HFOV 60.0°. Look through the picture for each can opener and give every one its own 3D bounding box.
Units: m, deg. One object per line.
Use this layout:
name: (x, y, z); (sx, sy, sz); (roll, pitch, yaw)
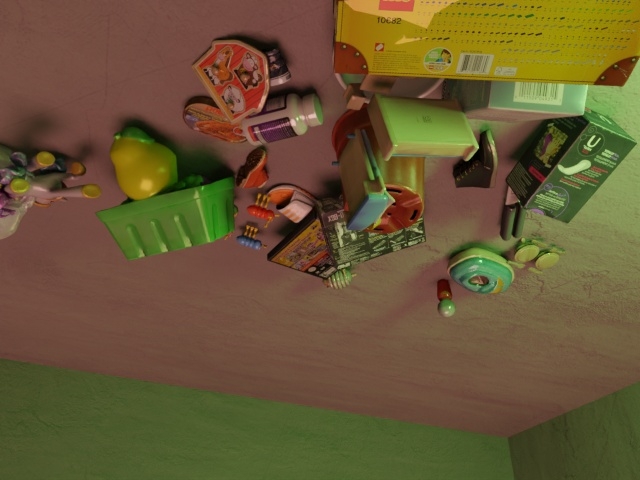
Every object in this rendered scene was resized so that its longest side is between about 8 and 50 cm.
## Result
can opener: (0.609, -0.092, 1.717); (0.074, 0.093, 0.280); (-12, 143, -1)

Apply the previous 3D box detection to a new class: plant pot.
plant pot: (0.163, -0.179, 1.466); (0.273, 0.264, 0.272); (1, 145, 1)

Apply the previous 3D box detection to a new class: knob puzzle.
knob puzzle: (-0.201, -0.387, 1.315); (0.213, 0.030, 0.213); (13, 124, 20)

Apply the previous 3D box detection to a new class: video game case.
video game case: (0.000, 0.025, 1.838); (0.248, 0.035, 0.275); (20, 138, -31)

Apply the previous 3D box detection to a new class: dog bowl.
dog bowl: (0.159, -0.433, 1.235); (0.265, 0.104, 0.264); (2, 144, 1)

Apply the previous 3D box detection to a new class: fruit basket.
fruit basket: (-0.461, -0.151, 1.607); (0.393, 0.283, 0.391); (4, 103, 15)

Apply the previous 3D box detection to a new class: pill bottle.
pill bottle: (-0.096, -0.315, 1.422); (0.194, 0.108, 0.108); (-10, 143, 17)

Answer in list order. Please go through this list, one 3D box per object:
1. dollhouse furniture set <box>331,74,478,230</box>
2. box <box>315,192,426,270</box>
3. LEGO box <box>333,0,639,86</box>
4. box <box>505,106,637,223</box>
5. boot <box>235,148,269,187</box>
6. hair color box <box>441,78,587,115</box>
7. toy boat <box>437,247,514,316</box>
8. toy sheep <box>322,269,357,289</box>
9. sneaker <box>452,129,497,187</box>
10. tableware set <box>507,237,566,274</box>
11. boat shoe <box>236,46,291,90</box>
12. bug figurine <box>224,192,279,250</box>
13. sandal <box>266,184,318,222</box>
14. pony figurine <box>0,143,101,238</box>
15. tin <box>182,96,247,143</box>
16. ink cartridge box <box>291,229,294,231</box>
dollhouse furniture set: (0.157, -0.207, 1.250); (0.198, 0.286, 0.303); (-2, 151, -22)
box: (0.159, -0.055, 1.693); (0.308, 0.076, 0.242); (-19, 132, -2)
LEGO box: (0.273, -0.464, 0.968); (0.501, 0.372, 0.193); (2, 141, -1)
box: (0.648, -0.205, 1.457); (0.165, 0.143, 0.270); (16, 125, -19)
boot: (-0.181, -0.209, 1.628); (0.085, 0.059, 0.158); (8, 146, -31)
hair color box: (0.395, -0.321, 1.194); (0.186, 0.374, 0.113); (4, 99, -3)
toy boat: (0.546, 0.162, 2.023); (0.268, 0.148, 0.318); (22, 139, -26)
toy sheep: (0.071, 0.140, 2.072); (0.132, 0.091, 0.091); (-13, 142, 11)
sneaker: (0.431, -0.216, 1.558); (0.118, 0.083, 0.222); (-6, 145, 12)
tableware set: (0.758, 0.050, 1.954); (0.194, 0.039, 0.128); (17, 130, -29)
boat shoe: (-0.161, -0.411, 1.340); (0.184, 0.065, 0.083); (-6, 120, 28)
bug figurine: (-0.258, -0.056, 1.793); (0.216, 0.072, 0.279); (17, 146, -9)
sandal: (-0.046, -0.092, 1.756); (0.265, 0.076, 0.102); (23, 139, -26)
pony figurine: (-0.842, -0.149, 1.553); (0.351, 0.302, 0.364); (1, 174, -43)
tin: (-0.272, -0.322, 1.483); (0.190, 0.040, 0.106); (17, 146, -20)
ink cartridge box: (0.000, 0.000, 1.894); (0.182, 0.061, 0.104); (-10, 143, 15)
